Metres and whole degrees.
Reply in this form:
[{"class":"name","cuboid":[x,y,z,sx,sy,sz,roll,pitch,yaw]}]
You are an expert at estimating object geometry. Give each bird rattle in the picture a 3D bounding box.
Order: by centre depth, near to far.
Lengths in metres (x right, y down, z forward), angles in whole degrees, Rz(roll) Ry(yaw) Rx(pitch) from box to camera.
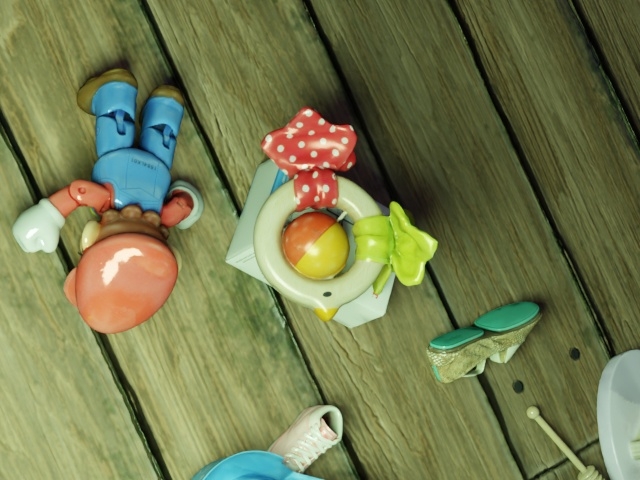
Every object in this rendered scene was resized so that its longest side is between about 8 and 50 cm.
[{"class":"bird rattle","cuboid":[0.011,-0.022,1.715,0.253,0.143,0.207,45,74,-9]}]

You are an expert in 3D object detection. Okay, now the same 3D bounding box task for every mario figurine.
[{"class":"mario figurine","cuboid":[-0.246,-0.033,1.679,0.198,0.170,0.320,0,59,4]}]

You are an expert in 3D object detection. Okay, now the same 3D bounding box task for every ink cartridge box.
[{"class":"ink cartridge box","cuboid":[0.000,0.000,1.825,0.203,0.086,0.148,28,61,-22]}]

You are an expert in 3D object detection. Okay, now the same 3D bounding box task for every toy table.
[{"class":"toy table","cuboid":[0.515,0.282,2.029,0.252,0.161,0.274,-18,86,-36]}]

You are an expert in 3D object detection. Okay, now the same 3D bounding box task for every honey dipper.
[{"class":"honey dipper","cuboid":[0.343,0.293,1.992,0.161,0.030,0.030,49,55,-9]}]

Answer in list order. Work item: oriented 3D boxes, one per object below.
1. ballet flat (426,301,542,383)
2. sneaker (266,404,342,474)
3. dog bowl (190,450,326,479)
[{"class":"ballet flat","cuboid":[0.224,0.143,1.950,0.206,0.073,0.067,-18,112,-33]},{"class":"sneaker","cuboid":[-0.020,0.252,1.740,0.051,0.070,0.134,46,57,-15]},{"class":"dog bowl","cuboid":[-0.037,0.347,1.677,0.297,0.074,0.166,23,78,-25]}]
